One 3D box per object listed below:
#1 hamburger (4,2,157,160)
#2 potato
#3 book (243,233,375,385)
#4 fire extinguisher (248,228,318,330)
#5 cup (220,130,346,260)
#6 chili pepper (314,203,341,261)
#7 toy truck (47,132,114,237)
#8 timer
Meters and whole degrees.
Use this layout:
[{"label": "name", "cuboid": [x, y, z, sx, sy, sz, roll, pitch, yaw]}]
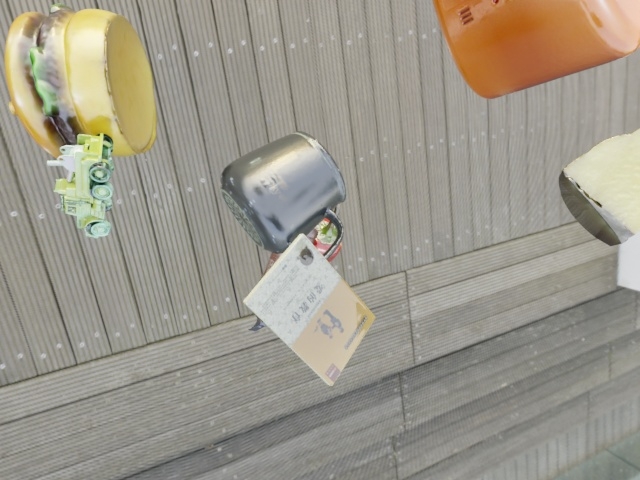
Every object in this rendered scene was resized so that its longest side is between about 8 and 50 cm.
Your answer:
[{"label": "hamburger", "cuboid": [-0.627, -0.406, 1.108, 0.278, 0.395, 0.395, -4, 102, -4]}, {"label": "potato", "cuboid": [0.315, -0.061, 0.435, 0.103, 0.066, 0.096, -35, 81, 13]}, {"label": "book", "cuboid": [-0.006, 0.091, 0.551, 0.172, 0.012, 0.118, 49, 63, -23]}, {"label": "fire extinguisher", "cuboid": [-0.121, 0.109, 1.185, 0.102, 0.138, 0.343, 22, 91, -28]}, {"label": "cup", "cuboid": [-0.043, -0.062, 0.696, 0.177, 0.169, 0.223, -37, 76, -18]}, {"label": "chili pepper", "cuboid": [0.001, 0.005, 1.286, 0.134, 0.338, 0.131, 45, 69, -2]}, {"label": "toy truck", "cuboid": [-0.581, -0.133, 1.037, 0.135, 0.128, 0.259, -1, 136, -23]}, {"label": "timer", "cuboid": [0.304, -0.355, 0.616, 0.161, 0.257, 0.249, -26, 104, -26]}]
